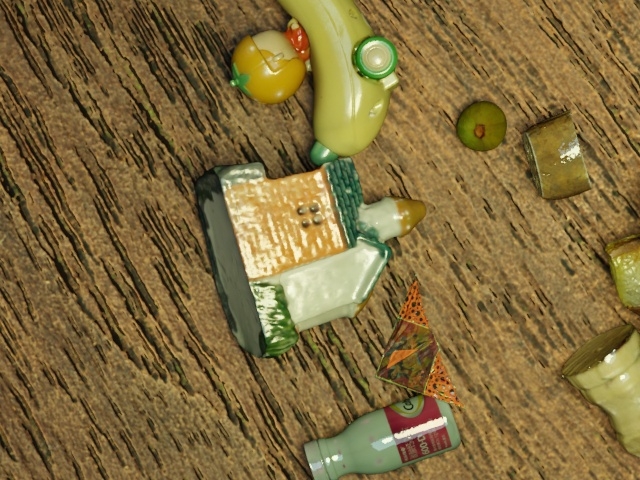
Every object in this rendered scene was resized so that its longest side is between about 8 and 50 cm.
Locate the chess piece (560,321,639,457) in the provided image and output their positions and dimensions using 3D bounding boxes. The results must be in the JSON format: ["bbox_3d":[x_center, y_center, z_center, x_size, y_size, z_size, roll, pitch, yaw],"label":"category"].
[{"bbox_3d":[0.483,0.267,1.581,0.137,0.137,0.301,-39,91,0],"label":"chess piece"}]

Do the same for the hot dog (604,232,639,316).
[{"bbox_3d":[0.502,0.073,1.595,0.261,0.093,0.123,37,70,-11],"label":"hot dog"}]

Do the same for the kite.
[{"bbox_3d":[0.126,0.171,1.617,0.125,0.008,0.222,-36,56,28],"label":"kite"}]

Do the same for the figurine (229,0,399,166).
[{"bbox_3d":[-0.023,-0.267,1.591,0.222,0.124,0.325,-32,90,5],"label":"figurine"}]

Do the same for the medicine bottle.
[{"bbox_3d":[0.088,0.289,1.601,0.216,0.090,0.090,-19,90,0],"label":"medicine bottle"}]

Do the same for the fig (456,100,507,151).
[{"bbox_3d":[0.232,-0.164,1.604,0.074,0.088,0.074,3,102,14],"label":"fig"}]

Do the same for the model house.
[{"bbox_3d":[0.000,0.000,1.575,0.300,0.190,0.272,-16,90,-12],"label":"model house"}]

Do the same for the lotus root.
[{"bbox_3d":[0.341,-0.121,1.590,0.081,0.112,0.122,-15,91,6],"label":"lotus root"}]
